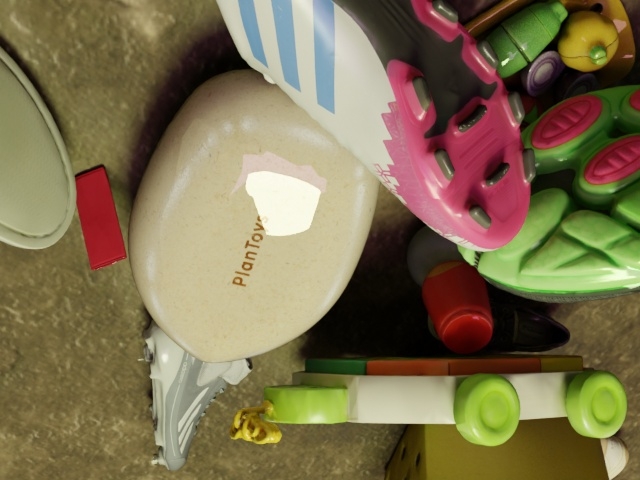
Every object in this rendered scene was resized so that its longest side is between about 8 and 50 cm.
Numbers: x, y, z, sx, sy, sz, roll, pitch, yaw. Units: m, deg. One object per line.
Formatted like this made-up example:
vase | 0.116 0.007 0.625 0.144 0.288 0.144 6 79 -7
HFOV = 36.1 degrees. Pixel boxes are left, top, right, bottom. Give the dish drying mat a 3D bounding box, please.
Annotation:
dish drying mat | -0.181 -0.018 0.804 0.032 0.083 0.008 -19 161 5

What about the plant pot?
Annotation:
plant pot | 0.177 0.285 1.064 0.187 0.212 0.212 14 127 -7

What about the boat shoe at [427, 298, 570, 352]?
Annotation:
boat shoe | 0.178 0.082 0.968 0.152 0.056 0.049 5 173 -26

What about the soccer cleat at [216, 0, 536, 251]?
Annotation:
soccer cleat | 0.024 -0.128 0.686 0.143 0.116 0.331 -10 122 53

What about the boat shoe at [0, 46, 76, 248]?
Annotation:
boat shoe | -0.315 -0.107 0.683 0.113 0.127 0.340 -6 147 34

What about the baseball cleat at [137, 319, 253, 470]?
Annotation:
baseball cleat | -0.120 0.153 0.968 0.109 0.072 0.206 -8 135 -13

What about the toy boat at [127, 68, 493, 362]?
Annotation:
toy boat | 0.000 0.000 0.829 0.318 0.148 0.267 19 119 -16

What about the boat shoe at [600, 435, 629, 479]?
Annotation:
boat shoe | 0.289 0.289 1.175 0.059 0.063 0.170 28 110 -27

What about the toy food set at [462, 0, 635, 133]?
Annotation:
toy food set | 0.156 -0.115 0.791 0.218 0.071 0.128 -32 129 16

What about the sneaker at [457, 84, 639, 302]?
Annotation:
sneaker | 0.342 -0.034 0.796 0.482 0.185 0.202 -16 138 -11

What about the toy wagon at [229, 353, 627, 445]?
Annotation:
toy wagon | 0.084 0.137 0.875 0.344 0.068 0.267 3 173 -30
